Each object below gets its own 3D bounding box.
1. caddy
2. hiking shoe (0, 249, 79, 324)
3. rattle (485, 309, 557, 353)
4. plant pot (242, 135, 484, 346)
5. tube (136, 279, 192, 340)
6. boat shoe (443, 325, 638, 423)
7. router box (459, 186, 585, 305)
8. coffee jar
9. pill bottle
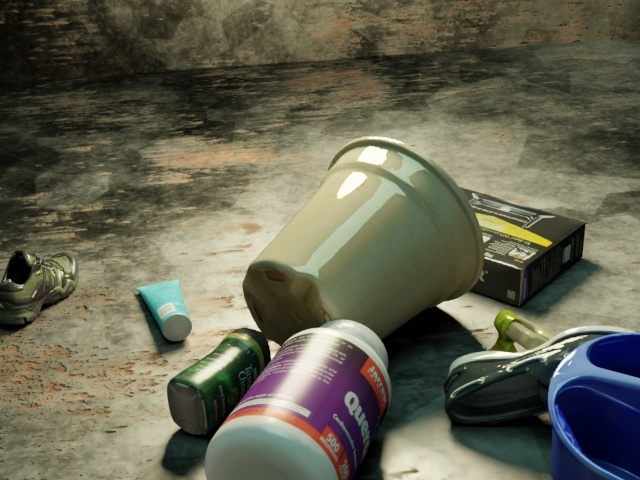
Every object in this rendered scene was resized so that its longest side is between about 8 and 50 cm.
[{"bbox_3d":[0.444,0.252,1.210,0.341,0.179,0.241,25,50,28],"label":"caddy"},{"bbox_3d":[-0.521,0.062,1.818,0.086,0.114,0.227,6,28,16],"label":"hiking shoe"},{"bbox_3d":[0.342,0.198,1.573,0.130,0.143,0.199,14,-5,42],"label":"rattle"},{"bbox_3d":[0.048,0.044,1.627,0.334,0.334,0.305,20,45,37],"label":"plant pot"},{"bbox_3d":[-0.277,0.115,1.771,0.080,0.052,0.207,-6,21,-17],"label":"tube"},{"bbox_3d":[0.324,0.206,1.422,0.302,0.114,0.091,-20,26,27],"label":"boat shoe"},{"bbox_3d":[0.315,0.001,1.901,0.309,0.081,0.243,20,34,37],"label":"router box"},{"bbox_3d":[-0.149,0.211,1.509,0.079,0.096,0.184,12,31,30],"label":"coffee jar"},{"bbox_3d":[-0.013,0.241,1.344,0.181,0.181,0.323,8,29,20],"label":"pill bottle"}]
